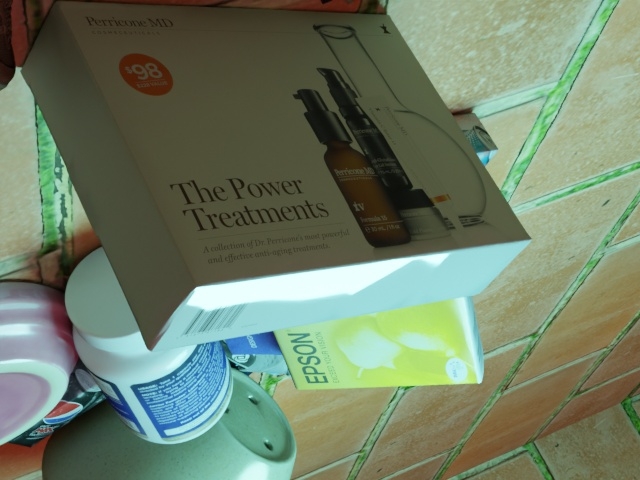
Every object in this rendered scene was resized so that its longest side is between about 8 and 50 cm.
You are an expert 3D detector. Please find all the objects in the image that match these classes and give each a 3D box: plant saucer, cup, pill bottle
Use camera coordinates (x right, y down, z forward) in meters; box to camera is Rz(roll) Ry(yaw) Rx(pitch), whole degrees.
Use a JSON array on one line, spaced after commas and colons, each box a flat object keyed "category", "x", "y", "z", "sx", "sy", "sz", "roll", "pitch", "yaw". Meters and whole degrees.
[{"category": "plant saucer", "x": -0.419, "y": 0.170, "z": 1.396, "sx": 0.332, "sy": 0.084, "sz": 0.332, "roll": -24, "pitch": 157, "yaw": -11}, {"category": "cup", "x": -0.171, "y": 0.306, "z": 1.668, "sx": 0.237, "sy": 0.331, "sz": 0.331, "roll": -43, "pitch": 154, "yaw": 19}, {"category": "pill bottle", "x": -0.198, "y": 0.120, "z": 1.428, "sx": 0.153, "sy": 0.153, "sz": 0.264, "roll": -25, "pitch": 148, "yaw": -7}]

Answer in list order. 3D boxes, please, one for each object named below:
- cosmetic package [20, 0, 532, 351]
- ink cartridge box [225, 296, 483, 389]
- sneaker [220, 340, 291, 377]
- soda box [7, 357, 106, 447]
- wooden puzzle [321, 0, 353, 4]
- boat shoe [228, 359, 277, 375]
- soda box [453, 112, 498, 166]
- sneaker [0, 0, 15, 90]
[{"category": "cosmetic package", "x": -0.030, "y": -0.071, "z": 1.068, "sx": 0.377, "sy": 0.284, "sz": 0.097, "roll": -7, "pitch": 147, "yaw": -41}, {"category": "ink cartridge box", "x": 0.011, "y": 0.065, "z": 1.348, "sx": 0.307, "sy": 0.072, "sz": 0.303, "roll": -6, "pitch": 143, "yaw": 10}, {"category": "sneaker", "x": -0.084, "y": 0.084, "z": 1.557, "sx": 0.132, "sy": 0.086, "sz": 0.228, "roll": -1, "pitch": 121, "yaw": 0}, {"category": "soda box", "x": -0.333, "y": 0.199, "z": 1.580, "sx": 0.169, "sy": 0.060, "sz": 0.053, "roll": -33, "pitch": 154, "yaw": 12}, {"category": "wooden puzzle", "x": 0.023, "y": -0.242, "z": 1.123, "sx": 0.049, "sy": 0.006, "sz": 0.083, "roll": -23, "pitch": 157, "yaw": -11}, {"category": "boat shoe", "x": -0.054, "y": 0.132, "z": 1.683, "sx": 0.109, "sy": 0.089, "sz": 0.258, "roll": -39, "pitch": 171, "yaw": -43}, {"category": "soda box", "x": 0.117, "y": -0.102, "z": 1.449, "sx": 0.183, "sy": 0.063, "sz": 0.058, "roll": -12, "pitch": 151, "yaw": -33}, {"category": "sneaker", "x": -0.247, "y": -0.173, "z": 0.890, "sx": 0.071, "sy": 0.066, "sz": 0.188, "roll": -28, "pitch": 158, "yaw": -3}]
